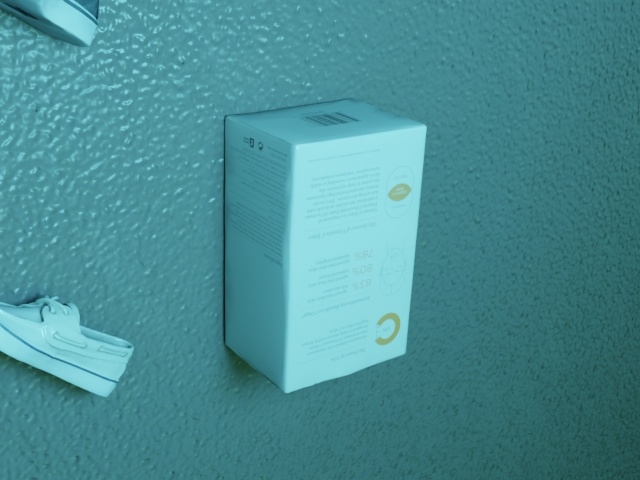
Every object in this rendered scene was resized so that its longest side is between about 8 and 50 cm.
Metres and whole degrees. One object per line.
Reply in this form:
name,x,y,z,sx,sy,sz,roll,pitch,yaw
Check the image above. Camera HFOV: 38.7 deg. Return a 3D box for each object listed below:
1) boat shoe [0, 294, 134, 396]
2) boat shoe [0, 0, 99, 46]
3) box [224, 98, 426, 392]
boat shoe,-0.331,0.108,1.105,0.084,0.095,0.258,-57,143,-8
boat shoe,-0.275,-0.272,0.873,0.301,0.108,0.102,23,87,-83
box,0.000,0.000,1.251,0.215,0.168,0.345,-13,116,-34
